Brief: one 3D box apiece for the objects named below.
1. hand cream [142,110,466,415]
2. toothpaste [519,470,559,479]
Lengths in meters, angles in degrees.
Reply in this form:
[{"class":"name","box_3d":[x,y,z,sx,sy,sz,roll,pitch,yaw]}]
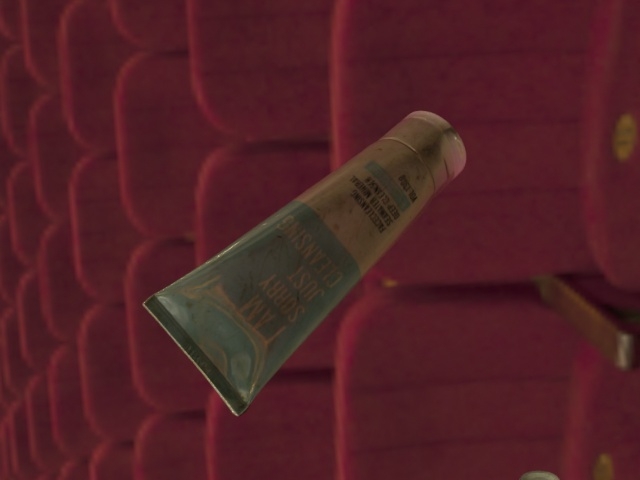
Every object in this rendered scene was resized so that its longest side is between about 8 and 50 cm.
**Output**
[{"class":"hand cream","box_3d":[0.000,0.000,1.179,0.111,0.312,0.070,50,144,-5]},{"class":"toothpaste","box_3d":[0.186,0.293,1.268,0.036,0.056,0.205,-43,-46,-57]}]
